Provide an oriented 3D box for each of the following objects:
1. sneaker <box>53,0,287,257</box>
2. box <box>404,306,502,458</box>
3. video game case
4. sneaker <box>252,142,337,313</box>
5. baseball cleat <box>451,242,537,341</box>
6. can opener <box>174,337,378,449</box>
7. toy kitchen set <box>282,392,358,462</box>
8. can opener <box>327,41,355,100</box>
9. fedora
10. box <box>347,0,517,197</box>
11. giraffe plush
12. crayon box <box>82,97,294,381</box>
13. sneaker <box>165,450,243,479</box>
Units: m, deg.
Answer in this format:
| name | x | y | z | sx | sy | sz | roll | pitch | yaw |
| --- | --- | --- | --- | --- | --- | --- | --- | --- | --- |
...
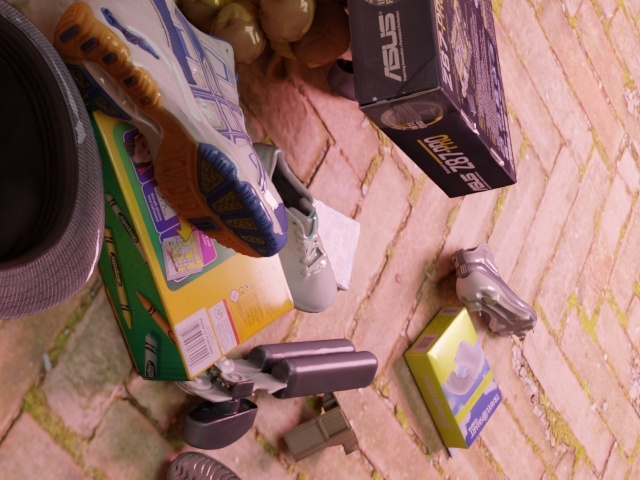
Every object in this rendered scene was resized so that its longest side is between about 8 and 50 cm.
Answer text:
| name | x | y | z | sx | sy | sz | roll | pitch | yaw |
| --- | --- | --- | --- | --- | --- | --- | --- | --- | --- |
| sneaker | -0.102 | -0.117 | 1.018 | 0.296 | 0.112 | 0.131 | 56 | 50 | -29 |
| box | 0.182 | 0.191 | 1.502 | 0.109 | 0.042 | 0.178 | -45 | 120 | -40 |
| video game case | 0.000 | 0.000 | 1.326 | 0.122 | 0.011 | 0.087 | 28 | 67 | -44 |
| sneaker | -0.028 | -0.009 | 1.221 | 0.080 | 0.094 | 0.212 | -44 | 115 | -35 |
| baseball cleat | 0.243 | 0.065 | 1.557 | 0.206 | 0.072 | 0.109 | 38 | 39 | -55 |
| can opener | -0.050 | 0.155 | 1.225 | 0.280 | 0.074 | 0.093 | -6 | 116 | -48 |
| toy kitchen set | -0.005 | 0.216 | 1.301 | 0.068 | 0.075 | 0.083 | 62 | -6 | 26 |
| can opener | 0.105 | -0.228 | 1.430 | 0.076 | 0.095 | 0.283 | 48 | 31 | 23 |
| fedora | -0.302 | -0.064 | 0.898 | 0.243 | 0.124 | 0.275 | -19 | 94 | -50 |
| box | 0.116 | -0.277 | 1.225 | 0.318 | 0.097 | 0.395 | 34 | 49 | -66 |
| giraffe plush | -0.036 | -0.250 | 1.215 | 0.170 | 0.181 | 0.210 | 48 | 19 | -48 |
| crayon box | -0.141 | -0.022 | 1.112 | 0.165 | 0.081 | 0.278 | -33 | 112 | -45 |
| sneaker | -0.100 | 0.326 | 1.154 | 0.083 | 0.118 | 0.222 | -33 | 83 | -42 |
